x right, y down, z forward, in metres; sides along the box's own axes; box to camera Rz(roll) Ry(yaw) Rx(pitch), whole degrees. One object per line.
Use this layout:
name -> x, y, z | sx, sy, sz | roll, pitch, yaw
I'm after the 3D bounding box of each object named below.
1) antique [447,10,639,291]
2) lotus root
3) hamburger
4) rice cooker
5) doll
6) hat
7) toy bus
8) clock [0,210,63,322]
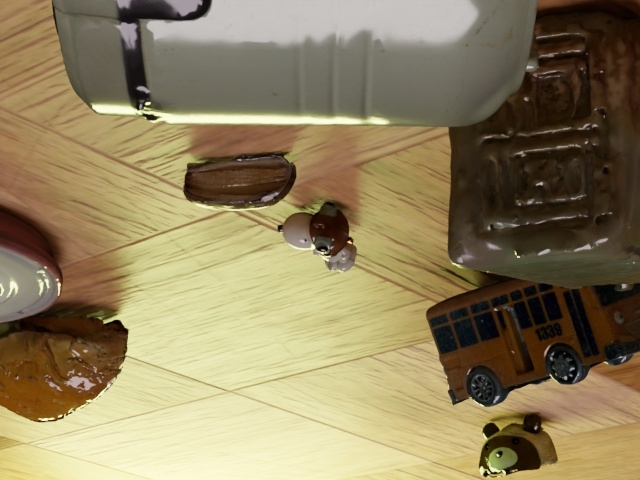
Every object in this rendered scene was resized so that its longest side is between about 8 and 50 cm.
antique -> 0.185, -0.033, 1.144 | 0.125, 0.150, 0.284 | -4, 165, 25
lotus root -> -0.057, -0.039, 1.251 | 0.083, 0.037, 0.030 | -4, 161, 14
hamburger -> -0.264, 0.114, 1.576 | 0.102, 0.087, 0.176 | 20, 154, -39
rice cooker -> -0.018, -0.159, 0.740 | 0.244, 0.226, 0.226 | -1, 157, 3
doll -> 0.006, 0.001, 1.343 | 0.058, 0.040, 0.085 | 0, 157, 39
hat -> 0.206, 0.217, 1.823 | 0.076, 0.059, 0.077 | -3, 169, -32
toy bus -> 0.183, 0.065, 1.393 | 0.182, 0.103, 0.091 | -21, 176, 44
clock -> -0.332, 0.026, 1.411 | 0.244, 0.056, 0.244 | 2, 157, 1
